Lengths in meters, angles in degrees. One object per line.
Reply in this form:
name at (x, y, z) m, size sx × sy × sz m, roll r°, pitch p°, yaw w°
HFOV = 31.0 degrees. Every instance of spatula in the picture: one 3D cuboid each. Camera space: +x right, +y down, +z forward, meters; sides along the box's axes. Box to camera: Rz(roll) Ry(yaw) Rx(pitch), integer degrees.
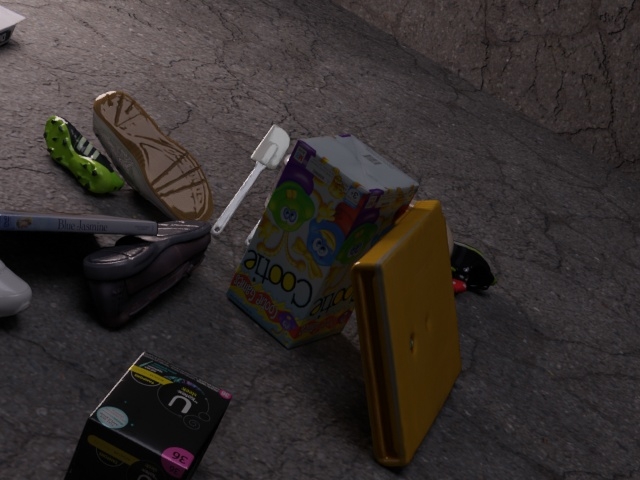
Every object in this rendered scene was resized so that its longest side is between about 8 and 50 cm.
spatula at (-0.062, -0.072, 1.920) m, size 0.168 × 0.019 × 0.242 m, roll 29°, pitch 62°, yaw 4°

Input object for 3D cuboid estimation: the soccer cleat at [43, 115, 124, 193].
soccer cleat at (-0.386, -0.136, 1.868) m, size 0.179 × 0.060 × 0.072 m, roll 47°, pitch 21°, yaw 27°

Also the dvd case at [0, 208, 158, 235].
dvd case at (-0.377, -0.027, 1.585) m, size 0.253 × 0.022 × 0.180 m, roll 2°, pitch 4°, yaw -44°

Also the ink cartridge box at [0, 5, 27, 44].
ink cartridge box at (-0.687, -0.423, 2.154) m, size 0.206 × 0.045 × 0.208 m, roll 27°, pitch 25°, yaw 2°

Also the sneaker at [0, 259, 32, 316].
sneaker at (-0.453, 0.008, 1.433) m, size 0.232 × 0.115 × 0.090 m, roll 30°, pitch 25°, yaw 10°

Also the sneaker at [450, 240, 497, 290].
sneaker at (0.228, 0.043, 2.063) m, size 0.234 × 0.084 × 0.097 m, roll 7°, pitch 32°, yaw -36°

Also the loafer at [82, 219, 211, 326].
loafer at (-0.243, 0.040, 1.638) m, size 0.109 × 0.095 × 0.302 m, roll 1°, pitch 12°, yaw 19°

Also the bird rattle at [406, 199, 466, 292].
bird rattle at (0.145, 0.004, 1.937) m, size 0.253 × 0.143 × 0.207 m, roll 27°, pitch 47°, yaw 16°

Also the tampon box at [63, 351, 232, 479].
tampon box at (-0.189, 0.221, 1.279) m, size 0.120 × 0.101 × 0.161 m, roll 26°, pitch 24°, yaw 2°

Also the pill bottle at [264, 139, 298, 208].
pill bottle at (-0.039, -0.104, 2.032) m, size 0.078 × 0.137 × 0.078 m, roll 21°, pitch 25°, yaw -10°

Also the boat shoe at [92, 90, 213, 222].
boat shoe at (-0.276, -0.118, 1.884) m, size 0.098 × 0.096 × 0.277 m, roll -28°, pitch 73°, yaw -34°

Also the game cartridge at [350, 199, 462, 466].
game cartridge at (0.128, 0.116, 1.615) m, size 0.052 × 0.285 × 0.323 m, roll -2°, pitch 16°, yaw 20°

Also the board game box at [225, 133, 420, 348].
board game box at (0.000, 0.000, 1.694) m, size 0.144 × 0.275 × 0.142 m, roll 38°, pitch 27°, yaw 25°
